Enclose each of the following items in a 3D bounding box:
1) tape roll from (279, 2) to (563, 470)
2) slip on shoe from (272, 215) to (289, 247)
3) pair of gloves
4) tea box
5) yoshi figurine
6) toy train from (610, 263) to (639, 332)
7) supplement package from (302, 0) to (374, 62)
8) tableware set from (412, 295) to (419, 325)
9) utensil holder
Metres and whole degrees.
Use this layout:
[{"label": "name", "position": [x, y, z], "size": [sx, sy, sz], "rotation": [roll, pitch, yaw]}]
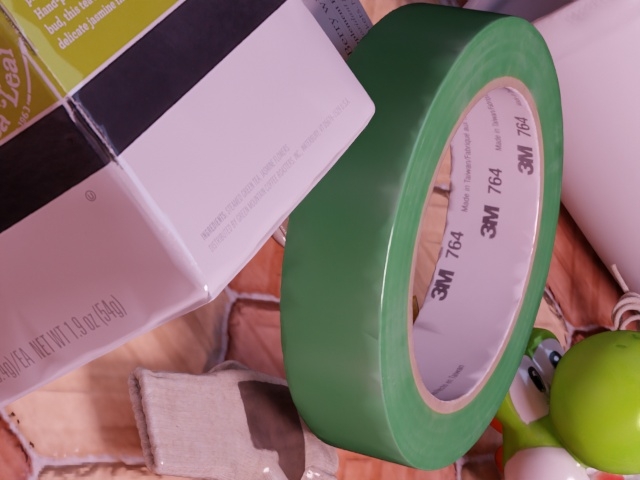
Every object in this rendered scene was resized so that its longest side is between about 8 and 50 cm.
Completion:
[{"label": "tape roll", "position": [0.079, -0.003, 1.391], "size": [0.321, 0.077, 0.321], "rotation": [-40, 136, -53]}, {"label": "slip on shoe", "position": [0.000, 0.000, 1.515], "size": [0.135, 0.041, 0.051], "rotation": [57, 35, -6]}, {"label": "pair of gloves", "position": [-0.041, 0.195, 1.332], "size": [0.204, 0.042, 0.240], "rotation": [2, 67, -55]}, {"label": "tea box", "position": [-0.213, -0.084, 1.055], "size": [0.323, 0.329, 0.220], "rotation": [53, 36, -9]}, {"label": "yoshi figurine", "position": [0.257, 0.215, 1.509], "size": [0.362, 0.203, 0.203], "rotation": [57, 12, 2]}, {"label": "toy train", "position": [0.253, 0.147, 1.702], "size": [0.143, 0.105, 0.248], "rotation": [-14, 73, -37]}, {"label": "supplement package", "position": [-0.104, -0.095, 1.332], "size": [0.177, 0.175, 0.293], "rotation": [59, 35, -5]}, {"label": "tableware set", "position": [0.064, 0.019, 1.563], "size": [0.154, 0.024, 0.104], "rotation": [-96, 173, -49]}, {"label": "utensil holder", "position": [0.349, -0.114, 1.796], "size": [0.385, 0.327, 0.327], "rotation": [56, 35, -15]}]
